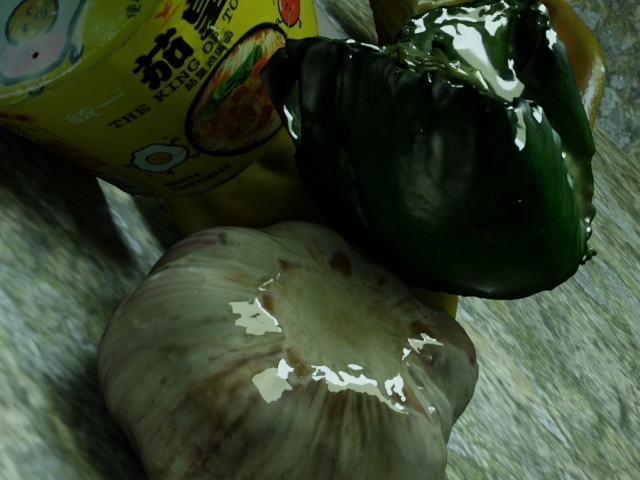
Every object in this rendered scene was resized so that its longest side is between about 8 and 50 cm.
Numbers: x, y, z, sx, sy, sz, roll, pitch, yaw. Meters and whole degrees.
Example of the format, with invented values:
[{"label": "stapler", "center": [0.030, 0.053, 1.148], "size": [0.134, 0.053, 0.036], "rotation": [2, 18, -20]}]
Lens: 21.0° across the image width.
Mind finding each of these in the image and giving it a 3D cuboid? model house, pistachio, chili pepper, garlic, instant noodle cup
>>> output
[{"label": "model house", "center": [0.155, -0.192, 1.688], "size": [0.239, 0.173, 0.268], "rotation": [35, 17, -43]}, {"label": "pistachio", "center": [0.004, -0.001, 0.889], "size": [0.189, 0.110, 0.100], "rotation": [47, 6, -8]}, {"label": "chili pepper", "center": [0.058, -0.037, 0.782], "size": [0.264, 0.116, 0.148], "rotation": [-35, 105, -75]}, {"label": "garlic", "center": [-0.017, 0.061, 0.687], "size": [0.159, 0.102, 0.147], "rotation": [-21, 70, -49]}, {"label": "instant noodle cup", "center": [-0.091, -0.109, 0.797], "size": [0.144, 0.182, 0.182], "rotation": [42, 14, -52]}]

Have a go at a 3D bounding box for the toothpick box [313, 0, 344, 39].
[{"label": "toothpick box", "center": [-0.031, -0.088, 1.017], "size": [0.180, 0.111, 0.111], "rotation": [55, 16, 23]}]
